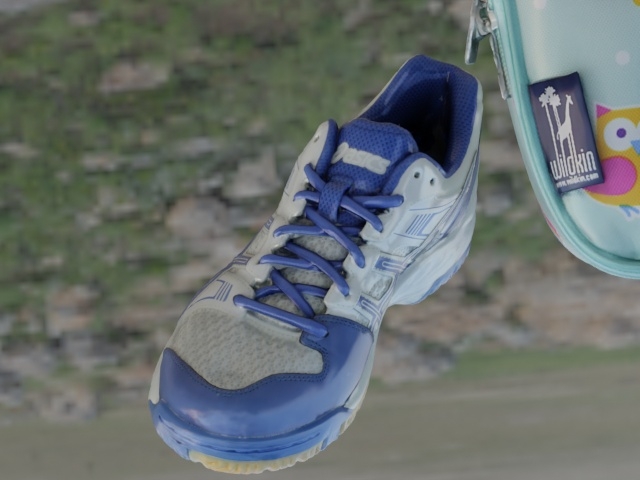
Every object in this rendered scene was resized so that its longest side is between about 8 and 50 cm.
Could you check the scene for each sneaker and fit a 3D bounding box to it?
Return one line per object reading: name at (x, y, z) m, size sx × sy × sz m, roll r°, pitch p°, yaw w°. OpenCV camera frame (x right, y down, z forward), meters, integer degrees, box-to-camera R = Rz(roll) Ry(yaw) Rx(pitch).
sneaker at (0.000, 0.000, 1.038) m, size 0.112 × 0.131 × 0.296 m, roll 20°, pitch -142°, yaw 15°

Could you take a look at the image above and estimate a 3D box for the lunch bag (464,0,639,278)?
lunch bag at (0.189, -0.111, 0.734) m, size 0.279 × 0.224 × 0.108 m, roll -13°, pitch -179°, yaw 8°
